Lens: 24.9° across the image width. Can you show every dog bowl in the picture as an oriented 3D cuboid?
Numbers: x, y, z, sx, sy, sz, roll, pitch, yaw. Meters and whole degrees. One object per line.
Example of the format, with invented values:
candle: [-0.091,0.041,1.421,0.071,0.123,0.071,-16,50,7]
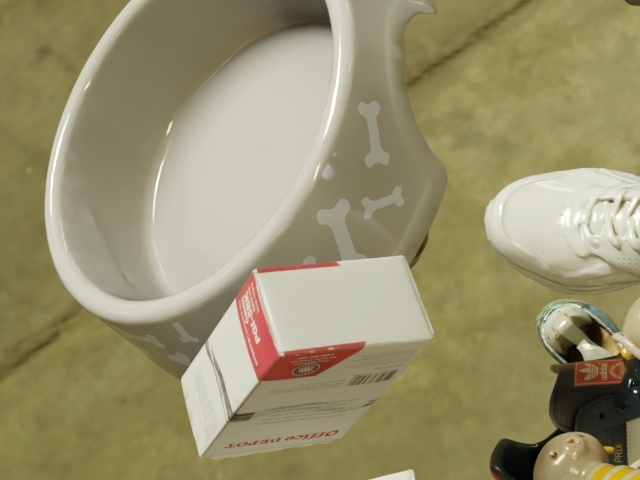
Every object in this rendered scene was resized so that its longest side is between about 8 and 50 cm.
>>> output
dog bowl: [-0.066,-0.070,1.063,0.348,0.102,0.349,-22,56,36]

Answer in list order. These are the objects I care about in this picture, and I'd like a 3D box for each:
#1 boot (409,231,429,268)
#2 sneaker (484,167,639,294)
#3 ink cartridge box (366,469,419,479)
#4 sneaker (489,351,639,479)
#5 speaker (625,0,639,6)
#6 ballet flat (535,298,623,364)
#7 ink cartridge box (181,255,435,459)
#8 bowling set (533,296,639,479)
boot: [0.000,0.000,1.251,0.305,0.112,0.115,-6,-9,-42]
sneaker: [0.224,-0.012,0.943,0.232,0.115,0.090,6,76,5]
ink cartridge box: [0.032,0.305,1.015,0.171,0.233,0.168,-17,42,15]
sneaker: [0.278,0.128,1.194,0.350,0.148,0.131,-47,8,26]
speaker: [0.338,-0.315,1.497,0.055,0.055,0.136,-3,81,15]
ballet flat: [0.254,0.100,1.366,0.070,0.070,0.188,-30,37,-14]
ink cartridge box: [-0.011,0.068,0.831,0.099,0.135,0.056,-4,61,-29]
bowling set: [0.259,0.046,0.844,0.287,0.200,0.154,-22,28,-30]
